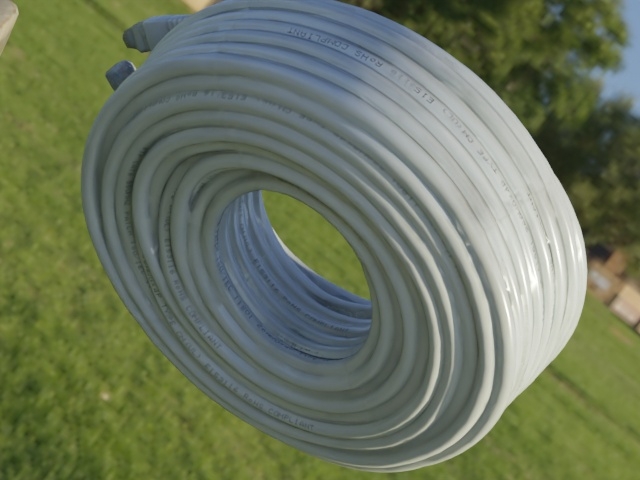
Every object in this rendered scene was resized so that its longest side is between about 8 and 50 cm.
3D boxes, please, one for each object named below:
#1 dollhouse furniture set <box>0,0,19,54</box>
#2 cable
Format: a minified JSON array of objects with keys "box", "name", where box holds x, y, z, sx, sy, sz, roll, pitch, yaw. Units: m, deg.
[{"box":[-0.281,-0.067,0.389,0.303,0.355,0.174,41,-28,-4],"name":"dollhouse furniture set"},{"box":[0.000,0.000,0.669,0.257,0.089,0.257,-7,-63,42],"name":"cable"}]
